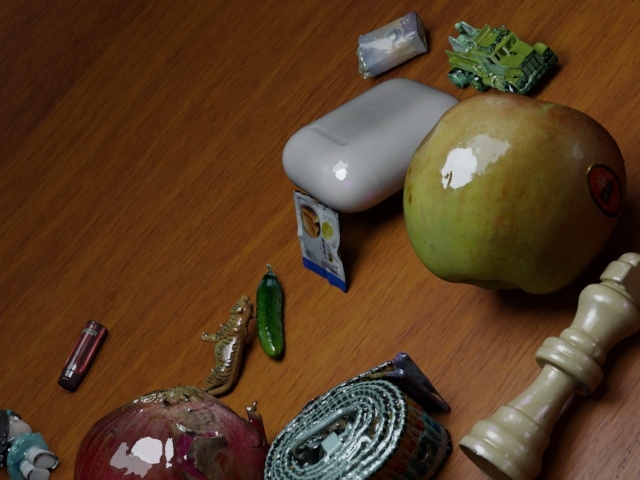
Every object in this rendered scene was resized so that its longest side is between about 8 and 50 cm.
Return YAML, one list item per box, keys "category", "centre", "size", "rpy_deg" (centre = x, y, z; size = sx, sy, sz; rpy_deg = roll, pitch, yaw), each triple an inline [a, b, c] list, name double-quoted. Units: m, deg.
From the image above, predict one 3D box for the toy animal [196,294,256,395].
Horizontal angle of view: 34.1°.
- category: "toy animal"
  centre: [-0.192, 0.223, 2.062]
  size: [0.099, 0.056, 0.241]
  rpy_deg: [-4, 67, 46]

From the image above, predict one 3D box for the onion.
- category: "onion"
  centre: [-0.233, 0.383, 1.738]
  size: [0.353, 0.353, 0.354]
  rpy_deg: [-27, 37, 23]

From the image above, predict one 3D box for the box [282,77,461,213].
- category: "box"
  centre: [0.110, -0.195, 2.097]
  size: [0.349, 0.141, 0.288]
  rpy_deg: [-32, 33, -15]

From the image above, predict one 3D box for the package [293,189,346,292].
- category: "package"
  centre: [0.000, 0.000, 2.049]
  size: [0.027, 0.173, 0.171]
  rpy_deg: [-17, 24, -27]

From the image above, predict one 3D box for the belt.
- category: "belt"
  centre: [0.054, 0.328, 1.627]
  size: [0.295, 0.160, 0.207]
  rpy_deg: [-34, 35, 15]

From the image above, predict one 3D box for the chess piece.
- category: "chess piece"
  centre: [0.364, 0.179, 1.518]
  size: [0.397, 0.117, 0.117]
  rpy_deg: [-50, 34, -11]

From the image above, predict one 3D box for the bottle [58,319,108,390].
- category: "bottle"
  centre: [-0.550, 0.268, 2.408]
  size: [0.060, 0.060, 0.164]
  rpy_deg: [-7, 49, 42]

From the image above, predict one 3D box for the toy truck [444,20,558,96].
- category: "toy truck"
  centre: [0.346, -0.375, 2.106]
  size: [0.128, 0.135, 0.259]
  rpy_deg: [-48, 37, -5]

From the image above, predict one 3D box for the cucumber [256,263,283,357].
- category: "cucumber"
  centre: [-0.102, 0.142, 2.084]
  size: [0.056, 0.056, 0.250]
  rpy_deg: [-29, 38, 21]

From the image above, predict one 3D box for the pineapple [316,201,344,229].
- category: "pineapple"
  centre: [0.013, -0.016, 2.140]
  size: [0.114, 0.077, 0.114]
  rpy_deg: [121, 152, -47]

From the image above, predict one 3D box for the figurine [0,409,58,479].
- category: "figurine"
  centre: [-0.671, 0.461, 2.285]
  size: [0.245, 0.110, 0.138]
  rpy_deg: [20, 86, 46]

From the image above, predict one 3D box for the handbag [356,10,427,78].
- category: "handbag"
  centre: [0.160, -0.451, 2.416]
  size: [0.173, 0.095, 0.117]
  rpy_deg: [-25, 35, 21]

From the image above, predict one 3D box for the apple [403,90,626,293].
- category: "apple"
  centre: [0.304, -0.062, 1.652]
  size: [0.338, 0.338, 0.305]
  rpy_deg: [9, 74, 50]
